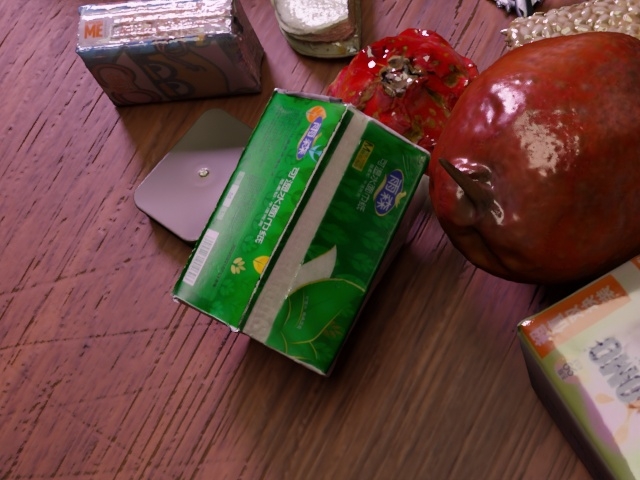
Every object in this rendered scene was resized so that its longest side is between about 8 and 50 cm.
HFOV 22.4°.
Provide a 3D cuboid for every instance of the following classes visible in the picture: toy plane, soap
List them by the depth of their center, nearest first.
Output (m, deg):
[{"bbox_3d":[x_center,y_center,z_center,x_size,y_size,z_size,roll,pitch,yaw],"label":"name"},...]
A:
[{"bbox_3d":[0.281,0.118,1.270,0.182,0.138,0.199,-31,63,-1],"label":"soap"},{"bbox_3d":[0.189,-0.234,1.525,0.079,0.031,0.083,-15,59,24],"label":"toy plane"}]

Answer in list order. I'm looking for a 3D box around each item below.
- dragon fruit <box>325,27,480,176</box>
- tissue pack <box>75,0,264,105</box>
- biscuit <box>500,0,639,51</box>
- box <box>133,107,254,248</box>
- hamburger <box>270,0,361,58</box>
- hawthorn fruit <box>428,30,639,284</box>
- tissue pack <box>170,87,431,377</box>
[{"bbox_3d":[0.073,-0.144,1.465,0.153,0.111,0.153,-4,62,7],"label":"dragon fruit"},{"bbox_3d":[-0.140,-0.181,1.528,0.155,0.115,0.065,-3,67,11],"label":"tissue pack"},{"bbox_3d":[0.251,-0.174,1.459,0.169,0.070,0.082,-12,69,5],"label":"biscuit"},{"bbox_3d":[-0.105,-0.056,1.507,0.091,0.031,0.126,32,75,25],"label":"box"},{"bbox_3d":[-0.006,-0.231,1.559,0.084,0.054,0.121,-6,61,15],"label":"hamburger"},{"bbox_3d":[0.178,-0.060,1.312,0.262,0.210,0.210,-17,53,-40],"label":"hawthorn fruit"},{"bbox_3d":[0.002,0.000,1.382,0.209,0.156,0.148,-63,26,-4],"label":"tissue pack"}]
